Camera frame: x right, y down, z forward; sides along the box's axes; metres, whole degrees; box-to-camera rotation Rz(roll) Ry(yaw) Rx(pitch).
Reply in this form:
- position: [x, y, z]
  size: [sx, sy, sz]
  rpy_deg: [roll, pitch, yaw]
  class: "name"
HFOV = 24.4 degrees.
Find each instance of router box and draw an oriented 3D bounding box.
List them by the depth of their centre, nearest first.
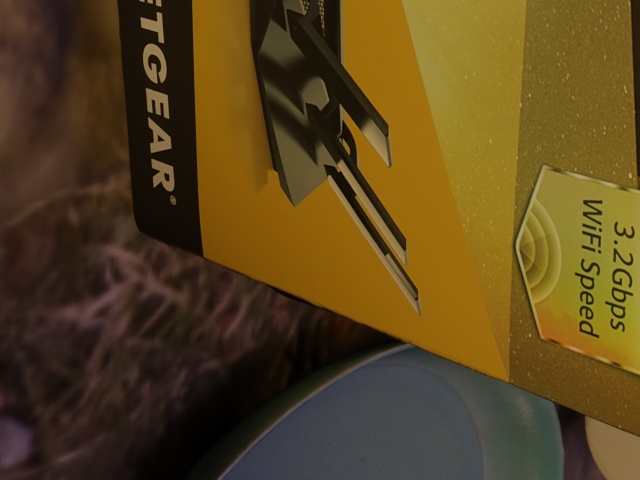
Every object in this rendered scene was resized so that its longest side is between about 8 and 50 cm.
- position: [0.043, -0.122, 0.379]
  size: [0.081, 0.243, 0.309]
  rpy_deg: [-21, 119, -39]
  class: "router box"

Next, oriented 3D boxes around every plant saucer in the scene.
- position: [-0.001, 0.182, 0.693]
  size: [0.317, 0.043, 0.318]
  rpy_deg: [-25, 128, -37]
  class: "plant saucer"

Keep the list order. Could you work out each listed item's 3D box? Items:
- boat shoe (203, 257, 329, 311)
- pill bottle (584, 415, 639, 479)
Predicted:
- position: [-0.002, -0.001, 0.578]
  size: [0.153, 0.056, 0.048]
  rpy_deg: [26, 83, -41]
  class: "boat shoe"
- position: [0.247, 0.085, 0.849]
  size: [0.215, 0.117, 0.117]
  rpy_deg: [-14, 121, -43]
  class: "pill bottle"
